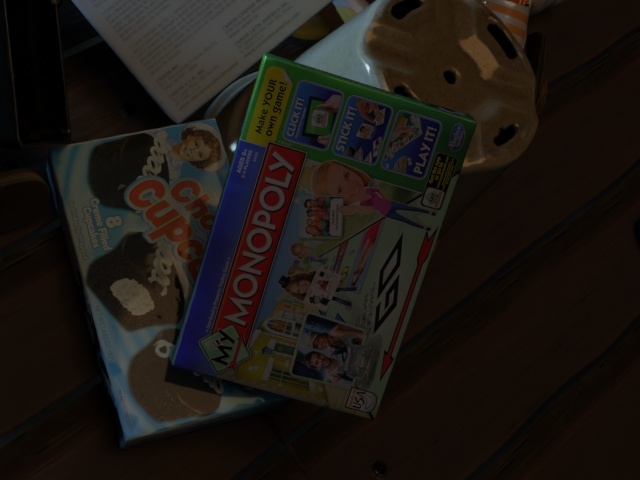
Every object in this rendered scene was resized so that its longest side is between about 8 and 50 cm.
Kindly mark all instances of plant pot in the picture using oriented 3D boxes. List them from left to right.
[{"bbox_3d":[-0.356,-0.178,1.250,0.167,0.188,0.187,-5,96,3],"label":"plant pot"},{"bbox_3d":[0.070,-0.116,1.435,0.334,0.305,0.334,13,62,-26],"label":"plant pot"}]

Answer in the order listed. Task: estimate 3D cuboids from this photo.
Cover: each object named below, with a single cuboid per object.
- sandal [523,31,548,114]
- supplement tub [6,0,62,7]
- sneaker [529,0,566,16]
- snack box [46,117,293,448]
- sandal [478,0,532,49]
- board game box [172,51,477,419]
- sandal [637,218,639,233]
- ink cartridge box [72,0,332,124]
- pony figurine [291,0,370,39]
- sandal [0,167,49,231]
[{"bbox_3d":[0.273,-0.201,1.757,0.060,0.090,0.219,56,37,-33],"label":"sandal"},{"bbox_3d":[-0.376,-0.296,1.374,0.198,0.106,0.106,38,53,-11],"label":"supplement tub"},{"bbox_3d":[0.258,-0.424,1.829,0.252,0.103,0.111,47,50,-3],"label":"sneaker"},{"bbox_3d":[-0.159,0.039,1.346,0.187,0.060,0.322,-13,74,-19],"label":"snack box"},{"bbox_3d":[0.236,-0.326,1.726,0.102,0.076,0.265,14,80,18],"label":"sandal"},{"bbox_3d":[0.000,0.000,1.250,0.213,0.046,0.317,16,102,-8],"label":"board game box"},{"bbox_3d":[0.513,0.076,1.784,0.097,0.054,0.254,4,56,-38],"label":"sandal"},{"bbox_3d":[-0.161,-0.369,1.394,0.308,0.091,0.385,-39,109,0],"label":"ink cartridge box"},{"bbox_3d":[-0.045,-0.433,1.562,0.363,0.303,0.351,29,67,-28],"label":"pony figurine"},{"bbox_3d":[-0.394,-0.042,1.275,0.240,0.088,0.079,-13,44,-42],"label":"sandal"}]
